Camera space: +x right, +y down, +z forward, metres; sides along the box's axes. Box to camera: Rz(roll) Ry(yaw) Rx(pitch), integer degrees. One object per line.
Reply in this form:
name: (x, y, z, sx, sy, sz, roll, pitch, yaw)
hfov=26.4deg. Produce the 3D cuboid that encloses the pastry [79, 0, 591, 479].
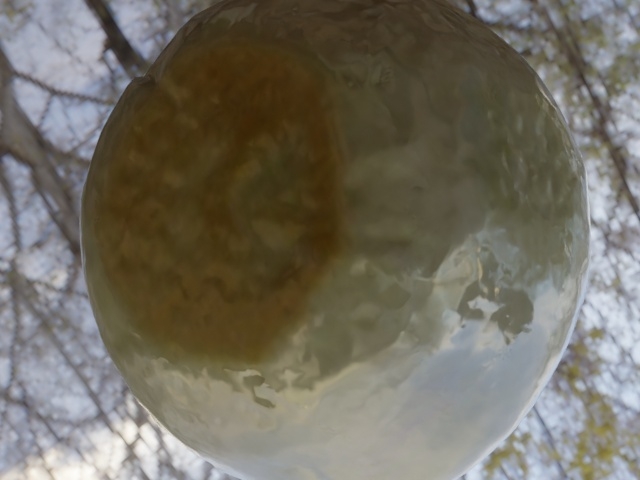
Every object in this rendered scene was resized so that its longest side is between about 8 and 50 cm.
pastry: (0.000, 0.000, 0.396, 0.156, 0.156, 0.092, -8, 170, 41)
